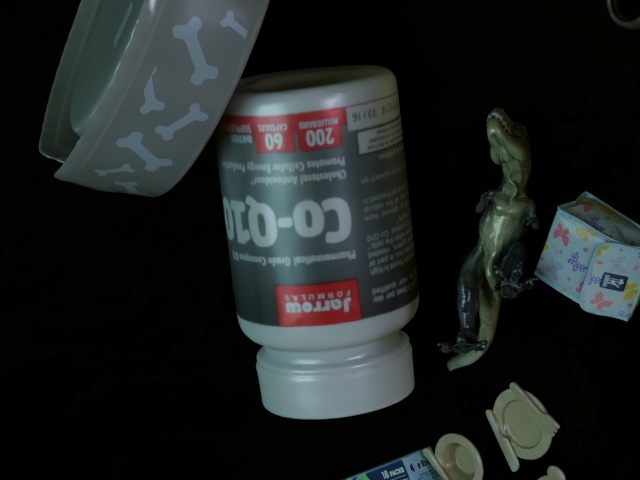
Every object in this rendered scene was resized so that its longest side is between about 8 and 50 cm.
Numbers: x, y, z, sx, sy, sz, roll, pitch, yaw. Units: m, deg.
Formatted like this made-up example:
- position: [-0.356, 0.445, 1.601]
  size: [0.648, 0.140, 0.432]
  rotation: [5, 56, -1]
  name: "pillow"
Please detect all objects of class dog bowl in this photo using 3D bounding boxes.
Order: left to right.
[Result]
- position: [-0.133, -0.195, 1.487]
  size: [0.348, 0.102, 0.348]
  rotation: [-57, 22, 38]
  name: "dog bowl"

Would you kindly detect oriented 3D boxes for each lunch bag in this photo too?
- position: [0.217, 0.015, 1.345]
  size: [0.083, 0.053, 0.071]
  rotation: [35, 130, 25]
  name: "lunch bag"

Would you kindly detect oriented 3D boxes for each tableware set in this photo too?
- position: [0.164, 0.211, 1.495]
  size: [0.141, 0.020, 0.168]
  rotation: [59, 137, 15]
  name: "tableware set"

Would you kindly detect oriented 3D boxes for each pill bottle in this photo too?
- position: [0.000, 0.000, 1.491]
  size: [0.161, 0.161, 0.283]
  rotation: [6, 108, 46]
  name: "pill bottle"

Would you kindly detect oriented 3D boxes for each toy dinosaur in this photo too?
- position: [0.138, 0.030, 1.407]
  size: [0.064, 0.118, 0.268]
  rotation: [12, 122, 2]
  name: "toy dinosaur"

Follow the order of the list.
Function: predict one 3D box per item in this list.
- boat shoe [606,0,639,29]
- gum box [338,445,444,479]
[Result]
- position: [0.232, -0.264, 1.176]
  size: [0.095, 0.095, 0.257]
  rotation: [18, 123, 44]
  name: "boat shoe"
- position: [0.077, 0.299, 1.604]
  size: [0.157, 0.041, 0.184]
  rotation: [-29, 81, 49]
  name: "gum box"
